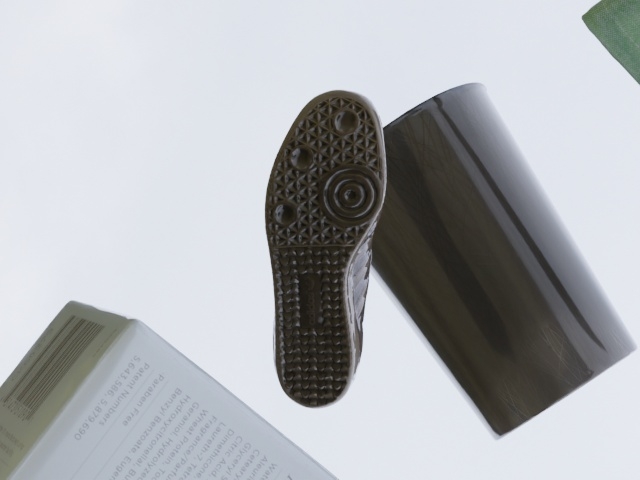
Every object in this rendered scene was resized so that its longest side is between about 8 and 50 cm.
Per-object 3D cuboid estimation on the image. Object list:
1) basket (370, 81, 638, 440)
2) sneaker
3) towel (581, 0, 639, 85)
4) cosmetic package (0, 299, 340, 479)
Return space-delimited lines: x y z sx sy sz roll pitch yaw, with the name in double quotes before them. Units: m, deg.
"basket" 0.121 0.022 1.134 0.154 0.227 0.204 -32 171 -7
"sneaker" 0.000 0.000 0.876 0.071 0.066 0.188 -80 177 -73
"towel" 0.362 -0.150 0.927 0.325 0.248 0.038 -41 -175 33
"cosmetic package" -0.094 0.148 0.803 0.151 0.183 0.151 -53 -163 -12
